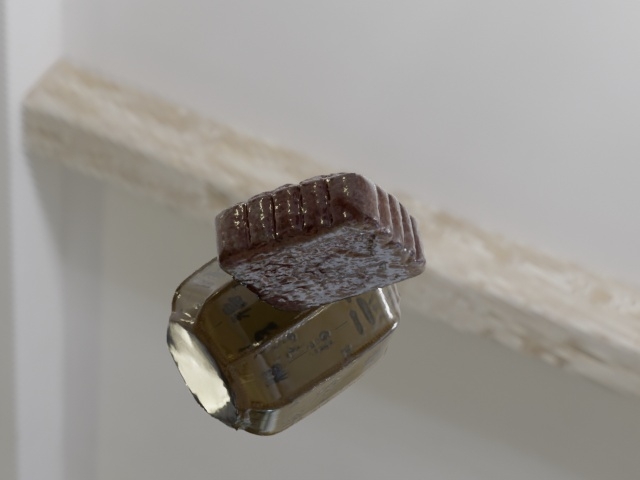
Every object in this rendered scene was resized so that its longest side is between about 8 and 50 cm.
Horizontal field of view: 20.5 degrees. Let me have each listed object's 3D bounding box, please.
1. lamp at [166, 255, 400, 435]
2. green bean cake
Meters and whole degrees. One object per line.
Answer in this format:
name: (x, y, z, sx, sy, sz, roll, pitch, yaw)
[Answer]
lamp: (-0.032, 0.069, 1.522, 0.161, 0.185, 0.161, 41, -32, 32)
green bean cake: (0.000, 0.000, 1.360, 0.135, 0.056, 0.136, -19, -27, 18)
